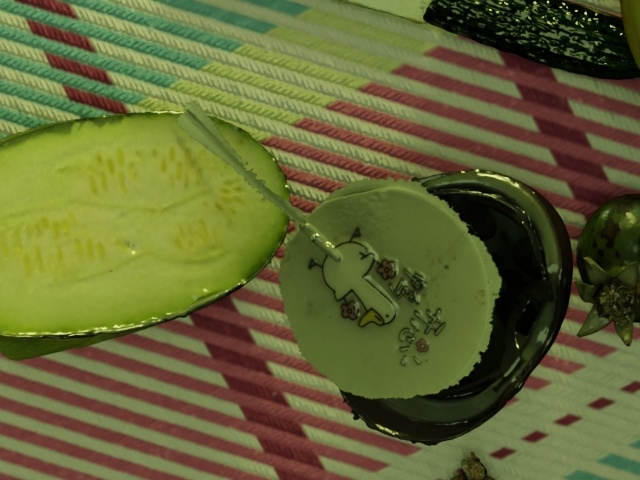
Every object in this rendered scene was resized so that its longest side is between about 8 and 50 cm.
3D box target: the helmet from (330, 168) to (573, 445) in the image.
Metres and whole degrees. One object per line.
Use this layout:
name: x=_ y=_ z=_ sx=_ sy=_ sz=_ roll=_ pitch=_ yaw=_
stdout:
helmet: x=0.148 y=0.059 z=1.598 sx=0.225 sy=0.177 sz=0.305 roll=37 pitch=109 yaw=12

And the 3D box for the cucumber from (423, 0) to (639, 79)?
cucumber: x=0.245 y=-0.225 z=1.606 sx=0.265 sy=0.077 sz=0.077 roll=20 pitch=99 yaw=0

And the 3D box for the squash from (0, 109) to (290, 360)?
squash: x=-0.194 y=-0.018 z=1.589 sx=0.308 sy=0.210 sz=0.234 roll=-14 pitch=80 yaw=10

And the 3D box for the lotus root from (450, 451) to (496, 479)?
lotus root: x=0.171 y=0.311 z=1.691 sx=0.072 sy=0.063 sz=0.152 roll=5 pitch=102 yaw=13

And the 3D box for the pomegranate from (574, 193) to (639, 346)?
pomegranate: x=0.329 y=0.026 z=1.592 sx=0.148 sy=0.169 sz=0.149 roll=21 pitch=120 yaw=42

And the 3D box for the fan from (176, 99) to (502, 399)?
fan: x=0.000 y=0.000 z=1.549 sx=0.414 sy=0.012 sz=0.233 roll=40 pitch=107 yaw=12

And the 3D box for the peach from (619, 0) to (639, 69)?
peach: x=0.450 y=-0.242 z=1.474 sx=0.314 sy=0.281 sz=0.316 roll=1 pitch=87 yaw=-15

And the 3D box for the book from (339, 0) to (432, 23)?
book: x=0.002 y=-0.366 z=1.623 sx=0.289 sy=0.026 sz=0.201 roll=14 pitch=97 yaw=2
